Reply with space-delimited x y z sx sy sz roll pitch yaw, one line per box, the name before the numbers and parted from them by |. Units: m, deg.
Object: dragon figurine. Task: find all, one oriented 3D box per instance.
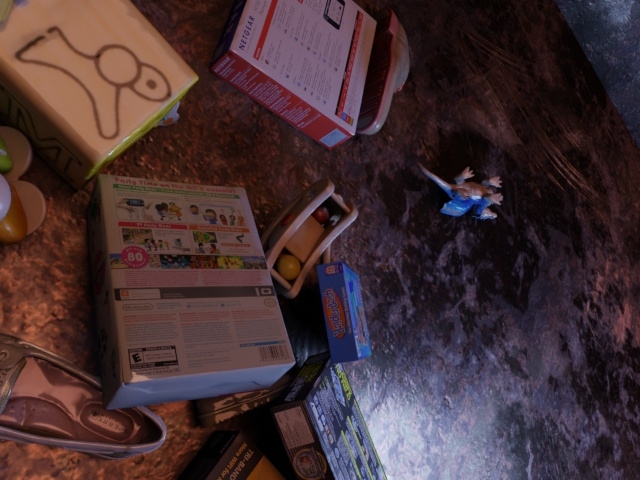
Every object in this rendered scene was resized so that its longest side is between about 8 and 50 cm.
dragon figurine | 0.343 -0.111 1.341 0.289 0.144 0.085 7 72 -18

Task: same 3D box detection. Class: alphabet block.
alphabet block | -0.318 -0.211 0.732 0.197 0.193 0.192 49 64 -17

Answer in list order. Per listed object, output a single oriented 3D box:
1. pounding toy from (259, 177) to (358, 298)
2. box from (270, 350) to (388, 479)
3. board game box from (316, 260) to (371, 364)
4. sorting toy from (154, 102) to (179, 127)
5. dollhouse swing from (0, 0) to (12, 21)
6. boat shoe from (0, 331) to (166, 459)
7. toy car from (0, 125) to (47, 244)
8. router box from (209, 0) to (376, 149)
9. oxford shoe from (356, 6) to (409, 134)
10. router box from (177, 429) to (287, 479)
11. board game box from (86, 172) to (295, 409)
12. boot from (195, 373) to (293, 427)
pounding toy | 0.000 0.000 0.972 0.155 0.154 0.269 45 53 -20
box | 0.026 0.337 0.870 0.216 0.060 0.270 -35 104 -74
board game box | 0.045 0.129 0.959 0.210 0.047 0.160 41 38 -75
sorting toy | -0.261 -0.227 0.882 0.083 0.075 0.045 48 51 -17
dollhouse swing | -0.492 -0.374 0.465 0.347 0.315 0.305 42 27 12
boat shoe | -0.341 0.187 0.659 0.320 0.103 0.118 35 56 -27
toy car | -0.431 -0.073 0.662 0.136 0.159 0.181 -17 86 -5
router box | -0.038 -0.405 1.123 0.301 0.082 0.335 29 59 -29
oxford shoe | 0.153 -0.371 1.250 0.130 0.123 0.348 34 59 -37
router box | -0.143 0.462 0.747 0.243 0.081 0.309 52 50 -15
board game box | -0.188 0.060 0.758 0.224 0.097 0.303 3 55 -33
boot | -0.143 0.165 0.863 0.190 0.076 0.208 -9 75 -44
